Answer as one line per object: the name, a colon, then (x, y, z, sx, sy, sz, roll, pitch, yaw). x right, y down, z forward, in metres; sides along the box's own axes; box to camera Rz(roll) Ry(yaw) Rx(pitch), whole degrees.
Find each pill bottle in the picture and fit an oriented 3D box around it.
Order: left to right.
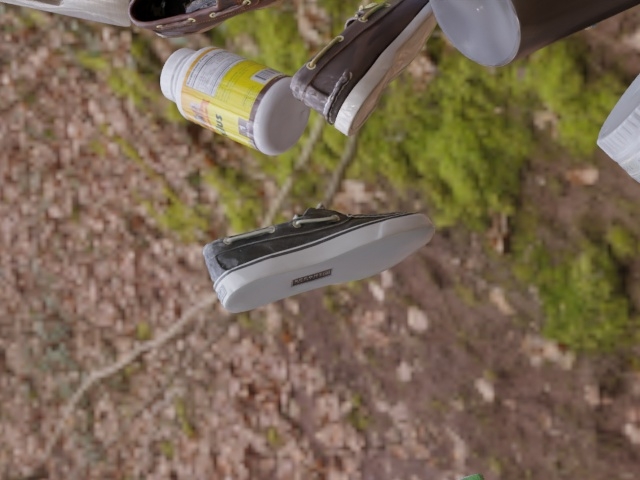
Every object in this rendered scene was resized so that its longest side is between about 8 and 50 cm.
pill bottle: (-0.128, -0.210, 2.019, 0.117, 0.215, 0.117, -35, -42, -39)

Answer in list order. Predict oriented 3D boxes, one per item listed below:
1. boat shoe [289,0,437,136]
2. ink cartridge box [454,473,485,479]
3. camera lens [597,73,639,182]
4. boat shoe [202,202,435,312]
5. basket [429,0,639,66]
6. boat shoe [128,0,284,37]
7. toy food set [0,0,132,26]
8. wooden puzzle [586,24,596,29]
boat shoe: (0.071, -0.255, 1.791, 0.324, 0.097, 0.116, -53, -10, -43)
ink cartridge box: (0.136, 0.324, 1.219, 0.160, 0.093, 0.219, 71, 180, -77)
camera lens: (0.554, -0.133, 1.925, 0.219, 0.274, 0.219, -53, 2, 2)
boat shoe: (0.000, 0.000, 1.282, 0.078, 0.219, 0.070, 111, 139, -57)
basket: (0.236, -0.291, 1.465, 0.204, 0.227, 0.154, 57, 154, -10)
boat shoe: (-0.087, -0.241, 1.284, 0.073, 0.207, 0.073, -3, -108, -57)
toy food set: (-0.273, -0.397, 1.481, 0.092, 0.220, 0.306, 84, -161, -82)
wooden puzzle: (0.399, -0.336, 2.087, 0.049, 0.083, 0.006, 104, 149, -50)
